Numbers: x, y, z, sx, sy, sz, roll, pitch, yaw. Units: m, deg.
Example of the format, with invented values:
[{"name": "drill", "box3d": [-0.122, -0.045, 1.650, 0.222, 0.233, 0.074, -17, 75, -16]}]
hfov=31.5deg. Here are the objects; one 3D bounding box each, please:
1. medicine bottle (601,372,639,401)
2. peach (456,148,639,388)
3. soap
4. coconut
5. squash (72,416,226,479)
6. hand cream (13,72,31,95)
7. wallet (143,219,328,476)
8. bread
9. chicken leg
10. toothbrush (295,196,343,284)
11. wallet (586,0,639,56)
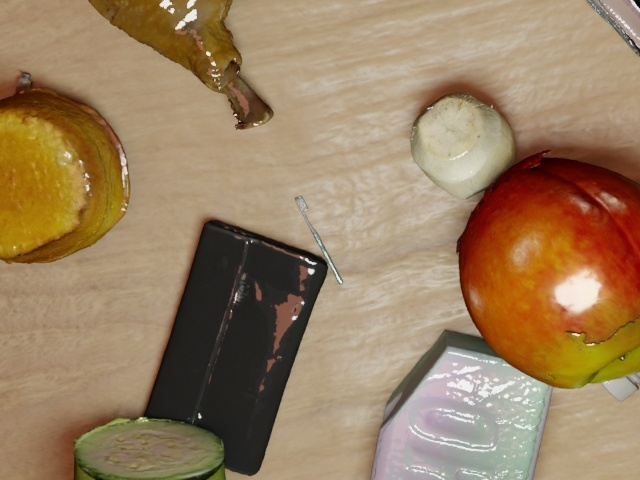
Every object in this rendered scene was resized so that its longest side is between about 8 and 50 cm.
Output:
[{"name": "medicine bottle", "box3d": [0.518, 0.171, 1.841, 0.168, 0.105, 0.105, -42, 90, 11]}, {"name": "peach", "box3d": [0.376, 0.036, 1.711, 0.370, 0.370, 0.369, 1, 98, 8]}, {"name": "soap", "box3d": [0.218, 0.383, 1.887, 0.261, 0.156, 0.446, 12, 100, 6]}, {"name": "coconut", "box3d": [0.228, -0.150, 1.818, 0.161, 0.162, 0.161, -8, 67, 19]}, {"name": "squash", "box3d": [-0.283, 0.506, 1.892, 0.263, 0.263, 0.384, 6, 109, 7]}, {"name": "hand cream", "box3d": [-0.522, -0.241, 1.976, 0.035, 0.022, 0.102, 17, 104, -2]}, {"name": "wallet", "box3d": [-0.152, 0.186, 1.957, 0.228, 0.062, 0.406, 19, 101, 4]}, {"name": "bread", "box3d": [-0.479, -0.106, 1.910, 0.312, 0.172, 0.312, 2, 100, 9]}, {"name": "chicken leg", "box3d": [-0.183, -0.378, 1.850, 0.295, 0.182, 0.409, -38, 95, -5]}, {"name": "toothbrush", "box3d": [0.000, 0.000, 1.938, 0.014, 0.011, 0.167, -27, 93, 5]}, {"name": "wallet", "box3d": [0.542, -0.415, 1.778, 0.231, 0.069, 0.170, -41, 95, 12]}]
